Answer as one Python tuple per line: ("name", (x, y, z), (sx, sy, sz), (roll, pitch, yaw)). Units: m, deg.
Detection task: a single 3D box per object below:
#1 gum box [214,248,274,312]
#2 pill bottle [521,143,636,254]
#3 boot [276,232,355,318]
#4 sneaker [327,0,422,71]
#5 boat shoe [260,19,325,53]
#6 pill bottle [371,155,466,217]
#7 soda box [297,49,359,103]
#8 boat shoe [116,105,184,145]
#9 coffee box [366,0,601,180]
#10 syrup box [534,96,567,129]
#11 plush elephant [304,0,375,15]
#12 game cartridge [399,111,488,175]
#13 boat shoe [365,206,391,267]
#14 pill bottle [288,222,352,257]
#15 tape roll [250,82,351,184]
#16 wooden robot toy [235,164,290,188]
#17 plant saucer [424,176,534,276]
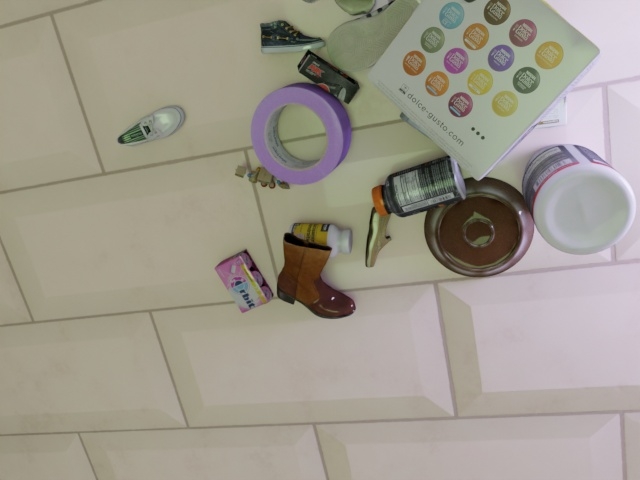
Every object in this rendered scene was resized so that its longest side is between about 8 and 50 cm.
("gum box", (-0.245, 0.137, 1.862), (0.107, 0.062, 0.188), (-25, 103, 21))
("pill bottle", (0.609, -0.120, 1.399), (0.210, 0.363, 0.210), (4, 111, 12))
("boot", (0.003, 0.103, 1.720), (0.264, 0.096, 0.280), (23, 138, 8))
("sneaker", (0.170, -0.537, 1.466), (0.350, 0.148, 0.131), (-4, 117, 48))
("boat shoe", (-0.079, -0.557, 1.557), (0.183, 0.065, 0.083), (1, 112, 14))
("pill bottle", (0.269, -0.142, 1.595), (0.245, 0.130, 0.130), (-16, 106, 23))
("soda box", (0.022, -0.442, 1.552), (0.169, 0.053, 0.060), (27, 116, -23))
("boat shoe", (-0.516, -0.335, 1.738), (0.226, 0.076, 0.083), (-24, 104, 20))
("coffee box", (0.374, -0.388, 1.277), (0.337, 0.338, 0.334), (45, 118, 9))
("syrup box", (0.564, -0.408, 1.448), (0.096, 0.093, 0.237), (-6, 109, 15))
("plush elephant", (0.101, -0.681, 1.380), (0.255, 0.330, 0.272), (23, 121, -22))
("game cartridge", (0.387, -0.332, 1.543), (0.294, 0.060, 0.196), (34, 110, -1))
("boat shoe", (0.177, -0.004, 1.711), (0.072, 0.068, 0.190), (7, 112, -2))
("pill bottle", (0.000, 0.000, 1.730), (0.184, 0.103, 0.103), (2, 111, 12))
("tape roll", (-0.055, -0.301, 1.620), (0.274, 0.090, 0.275), (8, 116, 17))
("wooden robot toy", (-0.165, -0.207, 1.725), (0.173, 0.076, 0.079), (14, 78, 8))
("plant saucer", (0.453, -0.027, 1.645), (0.310, 0.050, 0.311), (5, 112, 12))
